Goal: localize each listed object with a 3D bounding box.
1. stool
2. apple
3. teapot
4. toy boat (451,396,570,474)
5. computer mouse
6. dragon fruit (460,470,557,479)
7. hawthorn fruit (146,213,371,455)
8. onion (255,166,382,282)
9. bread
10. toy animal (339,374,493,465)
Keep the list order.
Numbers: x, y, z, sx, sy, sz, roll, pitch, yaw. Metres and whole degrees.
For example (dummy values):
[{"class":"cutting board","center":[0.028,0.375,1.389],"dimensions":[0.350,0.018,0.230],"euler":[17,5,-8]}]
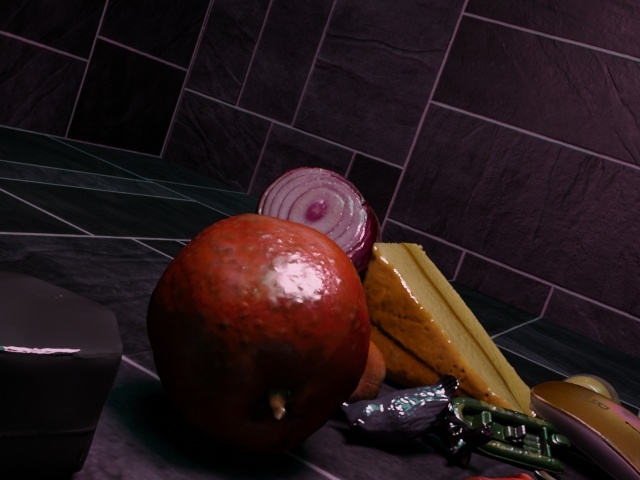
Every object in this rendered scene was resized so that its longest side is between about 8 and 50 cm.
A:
[{"class":"stool","center":[-0.306,0.118,0.721],"dimensions":[0.232,0.141,0.232],"euler":[20,9,-3]},{"class":"apple","center":[0.033,0.191,1.140],"dimensions":[0.126,0.126,0.102],"euler":[21,-8,6]},{"class":"teapot","center":[0.501,0.330,1.420],"dimensions":[0.119,0.130,0.166],"euler":[34,27,-49]},{"class":"toy boat","center":[0.291,0.303,1.213],"dimensions":[0.210,0.052,0.104],"euler":[20,39,-6]},{"class":"computer mouse","center":[0.489,0.330,1.269],"dimensions":[0.158,0.072,0.310],"euler":[-2,35,-49]},{"class":"dragon fruit","center":[0.129,0.272,0.599],"dimensions":[0.274,0.193,0.192],"euler":[-5,6,-2]},{"class":"hawthorn fruit","center":[-0.069,0.115,0.914],"dimensions":[0.275,0.275,0.300],"euler":[17,22,-22]},{"class":"onion","center":[0.000,0.000,1.887],"dimensions":[0.336,0.282,0.260],"euler":[38,-18,30]},{"class":"bread","center":[0.257,0.175,1.405],"dimensions":[0.361,0.245,0.233],"euler":[20,9,24]},{"class":"toy animal","center":[0.132,0.240,1.079],"dimensions":[0.210,0.117,0.121],"euler":[17,14,-33]}]
